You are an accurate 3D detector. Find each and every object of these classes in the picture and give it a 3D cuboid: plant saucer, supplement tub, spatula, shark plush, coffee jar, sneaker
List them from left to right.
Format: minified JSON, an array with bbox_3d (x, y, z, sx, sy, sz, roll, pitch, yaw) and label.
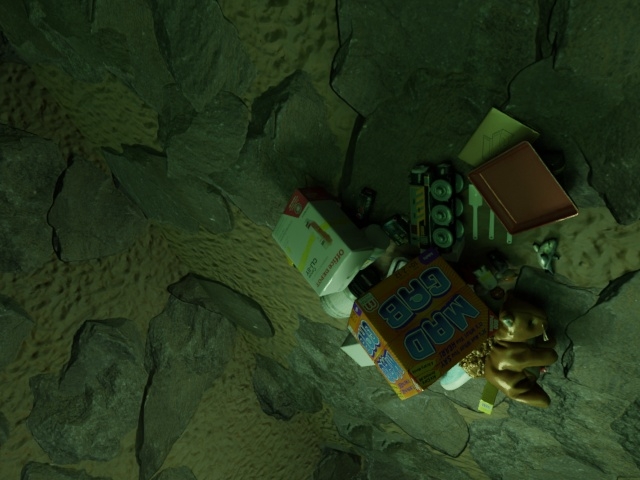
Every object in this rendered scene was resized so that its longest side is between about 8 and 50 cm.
[{"bbox_3d":[0.196,0.028,1.781,0.144,0.144,0.200,42,141,-3],"label":"supplement tub"},{"bbox_3d":[0.667,0.585,1.963,0.150,0.135,0.365,41,132,10],"label":"sneaker"},{"bbox_3d":[0.613,-0.087,1.453,0.168,0.019,0.241,8,131,31],"label":"spatula"},{"bbox_3d":[0.620,-0.159,1.262,0.259,0.048,0.258,53,156,-1],"label":"plant saucer"},{"bbox_3d":[0.697,-0.181,1.256,0.096,0.079,0.184,10,133,41],"label":"coffee jar"},{"bbox_3d":[0.803,0.070,1.429,0.067,0.073,0.161,-21,110,14],"label":"shark plush"}]

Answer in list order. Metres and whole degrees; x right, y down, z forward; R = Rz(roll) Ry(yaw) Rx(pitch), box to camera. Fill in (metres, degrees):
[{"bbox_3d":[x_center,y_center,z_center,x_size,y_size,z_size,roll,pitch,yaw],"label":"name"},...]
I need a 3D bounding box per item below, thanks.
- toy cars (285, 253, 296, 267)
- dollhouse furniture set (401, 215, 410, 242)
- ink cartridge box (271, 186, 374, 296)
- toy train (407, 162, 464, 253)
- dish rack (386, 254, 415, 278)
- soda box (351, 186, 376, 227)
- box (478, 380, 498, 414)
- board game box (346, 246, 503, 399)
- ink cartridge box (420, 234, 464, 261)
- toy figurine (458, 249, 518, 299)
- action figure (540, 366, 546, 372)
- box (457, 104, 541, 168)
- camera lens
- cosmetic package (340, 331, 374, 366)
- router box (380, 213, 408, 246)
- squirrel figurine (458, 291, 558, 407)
[{"bbox_3d":[-0.051,0.011,2.004,0.176,0.087,0.393,43,137,14],"label":"toy cars"},{"bbox_3d":[0.346,-0.056,1.615,0.081,0.114,0.091,43,143,3],"label":"dollhouse furniture set"},{"bbox_3d":[0.000,0.000,1.735,0.384,0.161,0.279,50,125,26],"label":"ink cartridge box"},{"bbox_3d":[0.405,-0.113,1.474,0.190,0.142,0.333,11,119,39],"label":"toy train"},{"bbox_3d":[0.458,0.204,1.801,0.333,0.072,0.285,26,139,16],"label":"dish rack"},{"bbox_3d":[0.181,-0.138,1.709,0.060,0.053,0.168,28,138,14],"label":"soda box"},{"bbox_3d":[0.777,0.660,1.851,0.058,0.232,0.087,18,134,28],"label":"box"},{"bbox_3d":[0.353,0.315,1.507,0.356,0.357,0.356,52,164,20],"label":"board game box"},{"bbox_3d":[0.459,0.016,1.600,0.180,0.104,0.060,10,134,31],"label":"ink cartridge box"},{"bbox_3d":[0.607,0.159,1.536,0.148,0.213,0.210,54,136,3],"label":"toy figurine"},{"bbox_3d":[0.942,0.578,1.803,0.115,0.038,0.030,-40,75,51],"label":"action figure"},{"bbox_3d":[0.560,-0.302,1.294,0.165,0.021,0.201,33,139,8],"label":"box"},{"bbox_3d":[0.145,0.240,1.956,0.219,0.219,0.274,43,140,-3],"label":"camera lens"},{"bbox_3d":[0.305,0.455,1.971,0.161,0.230,0.453,42,149,-5],"label":"cosmetic package"},{"bbox_3d":[0.322,-0.042,1.702,0.122,0.038,0.092,45,141,-7],"label":"router box"},{"bbox_3d":[0.723,0.398,1.633,0.398,0.281,0.370,3,122,32],"label":"squirrel figurine"}]
